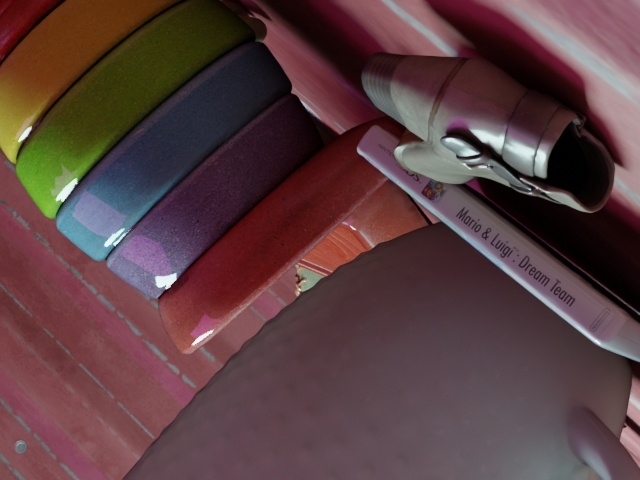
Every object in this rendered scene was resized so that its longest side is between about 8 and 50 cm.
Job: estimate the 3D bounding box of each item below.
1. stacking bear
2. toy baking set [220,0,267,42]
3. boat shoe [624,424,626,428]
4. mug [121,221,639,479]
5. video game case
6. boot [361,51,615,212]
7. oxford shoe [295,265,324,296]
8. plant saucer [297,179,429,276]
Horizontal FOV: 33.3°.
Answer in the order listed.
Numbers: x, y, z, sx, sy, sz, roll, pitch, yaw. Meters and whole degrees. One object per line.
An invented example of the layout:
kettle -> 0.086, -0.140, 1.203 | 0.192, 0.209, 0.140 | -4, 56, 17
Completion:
stacking bear -> -0.113, -0.095, 0.590 | 0.289, 0.164, 0.175 | 48, 162, -2
toy baking set -> -0.130, -0.207, 0.705 | 0.197, 0.030, 0.256 | 49, 169, -26
boat shoe -> 0.263, 0.199, 1.056 | 0.254, 0.079, 0.095 | 56, -167, 4
mug -> 0.071, 0.177, 0.723 | 0.276, 0.328, 0.374 | 43, 178, -33
video game case -> 0.101, 0.007, 0.517 | 0.143, 0.019, 0.157 | 41, -170, 27
boot -> 0.068, -0.034, 0.397 | 0.087, 0.042, 0.118 | 28, -178, 33
oxford shoe -> 0.000, 0.000, 1.221 | 0.348, 0.130, 0.123 | 41, 178, 11
plant saucer -> 0.003, -0.014, 1.014 | 0.259, 0.047, 0.258 | 23, 165, 35
